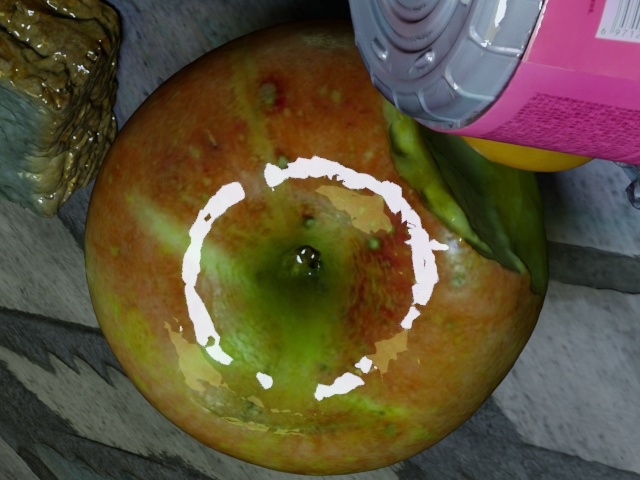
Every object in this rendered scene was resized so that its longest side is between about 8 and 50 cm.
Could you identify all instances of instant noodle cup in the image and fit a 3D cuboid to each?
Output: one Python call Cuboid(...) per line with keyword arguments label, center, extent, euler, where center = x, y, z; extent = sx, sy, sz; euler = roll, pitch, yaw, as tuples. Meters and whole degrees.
Cuboid(label="instant noodle cup", center=(0.123, -0.141, 0.813), extent=(0.182, 0.302, 0.258), euler=(1, 154, -24))

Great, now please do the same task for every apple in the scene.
Cuboid(label="apple", center=(0.000, 0.000, 1.263), extent=(0.340, 0.339, 0.339), euler=(28, 153, 15))

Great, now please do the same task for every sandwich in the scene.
Cuboid(label="sandwich", center=(-0.323, -0.155, 1.613), extent=(0.262, 0.131, 0.325), euler=(31, 155, 5))

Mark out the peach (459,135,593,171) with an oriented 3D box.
Cuboid(label="peach", center=(0.138, -0.115, 1.115), extent=(0.138, 0.138, 0.138), euler=(28, 153, 15))
